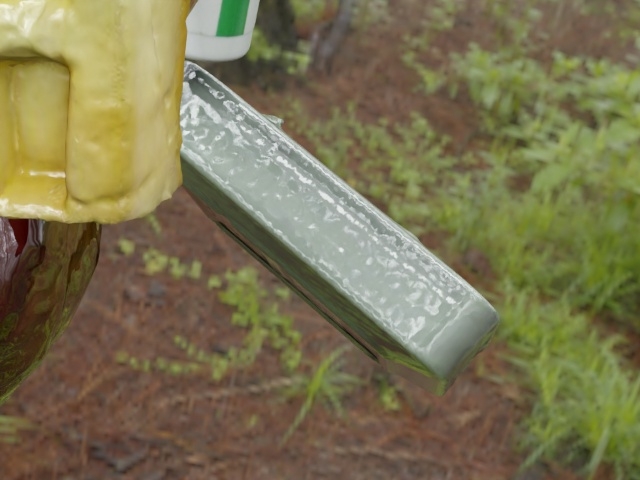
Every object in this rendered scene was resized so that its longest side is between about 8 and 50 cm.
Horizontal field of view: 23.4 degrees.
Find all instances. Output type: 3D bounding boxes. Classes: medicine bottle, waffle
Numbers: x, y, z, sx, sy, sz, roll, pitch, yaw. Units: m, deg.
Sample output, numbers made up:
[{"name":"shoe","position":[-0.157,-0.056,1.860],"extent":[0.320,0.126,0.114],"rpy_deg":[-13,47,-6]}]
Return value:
[{"name":"medicine bottle","position":[-0.083,-0.286,1.329],"extent":[0.095,0.260,0.095],"rpy_deg":[11,29,-6]},{"name":"waffle","position":[-0.183,-0.091,0.542],"extent":[0.274,0.168,0.057],"rpy_deg":[4,26,0]}]

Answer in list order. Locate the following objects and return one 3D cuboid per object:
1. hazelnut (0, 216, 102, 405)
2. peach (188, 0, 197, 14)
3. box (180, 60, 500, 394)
[{"name":"hazelnut","position":[-0.204,-0.018,0.711],"extent":[0.208,0.208,0.208],"rpy_deg":[9,35,-6]},{"name":"peach","position":[-0.132,-0.180,0.861],"extent":[0.159,0.154,0.267],"rpy_deg":[41,-9,-20]},{"name":"box","position":[-0.001,0.001,1.585],"extent":[0.396,0.396,0.111],"rpy_deg":[40,85,9]}]
